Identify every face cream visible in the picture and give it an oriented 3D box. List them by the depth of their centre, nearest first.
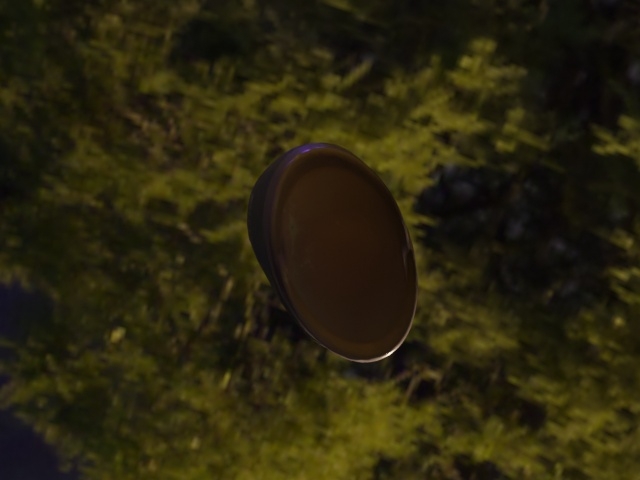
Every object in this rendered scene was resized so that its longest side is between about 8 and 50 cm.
[{"bbox_3d":[0.000,0.000,0.832,0.073,0.107,0.269,-19,-175,-3],"label":"face cream"}]
